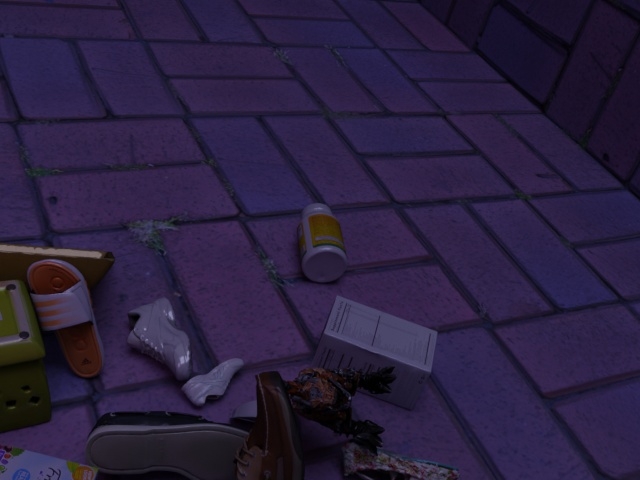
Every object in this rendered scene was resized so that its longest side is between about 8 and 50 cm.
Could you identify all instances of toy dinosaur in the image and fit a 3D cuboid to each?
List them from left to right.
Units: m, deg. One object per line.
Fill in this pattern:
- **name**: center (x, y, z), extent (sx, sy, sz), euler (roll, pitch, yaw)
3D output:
- **toy dinosaur**: center (0.019, 0.293, 1.493), extent (0.218, 0.165, 0.322), euler (14, 9, -9)

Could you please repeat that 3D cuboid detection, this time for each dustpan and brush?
- **dustpan and brush**: center (-0.096, 0.338, 1.471), extent (0.147, 0.211, 0.060), euler (15, 54, -4)

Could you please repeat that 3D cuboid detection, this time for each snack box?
- **snack box**: center (-0.496, 0.438, 1.278), extent (0.207, 0.070, 0.175), euler (16, 36, -5)

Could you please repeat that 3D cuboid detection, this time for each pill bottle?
- **pill bottle**: center (0.000, 0.000, 1.996), extent (0.117, 0.118, 0.208), euler (7, 38, -14)

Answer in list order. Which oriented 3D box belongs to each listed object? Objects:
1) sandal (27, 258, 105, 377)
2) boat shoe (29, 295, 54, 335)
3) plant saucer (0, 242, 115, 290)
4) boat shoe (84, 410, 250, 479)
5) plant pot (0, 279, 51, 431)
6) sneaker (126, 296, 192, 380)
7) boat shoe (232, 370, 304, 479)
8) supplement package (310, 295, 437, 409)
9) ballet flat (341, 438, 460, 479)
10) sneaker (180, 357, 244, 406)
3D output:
- **sandal**: center (-0.479, 0.161, 1.480), extent (0.101, 0.265, 0.076), euler (-17, 21, 0)
- **boat shoe**: center (-0.638, 0.139, 1.586), extent (0.267, 0.096, 0.088), euler (-4, 46, -13)
- **plant saucer**: center (-0.604, 0.055, 1.606), extent (0.332, 0.081, 0.333), euler (6, 0, -16)
- **boat shoe**: center (-0.256, 0.371, 1.426), extent (0.339, 0.127, 0.113), euler (4, 16, -14)
- **plant pot**: center (-0.623, 0.204, 1.410), extent (0.228, 0.207, 0.227), euler (-8, 44, -28)
- **sneaker**: center (-0.342, 0.218, 1.620), extent (0.115, 0.090, 0.232), euler (-13, 37, -25)
- **boat shoe**: center (-0.089, 0.389, 1.326), extent (0.119, 0.324, 0.122), euler (-8, 12, -7)
- **supplement package**: center (0.118, 0.248, 1.716), extent (0.244, 0.134, 0.139), euler (20, 37, 2)
- **ballet flat**: center (0.153, 0.459, 1.526), extent (0.240, 0.091, 0.077), euler (14, 67, 2)
- **sneaker**: center (-0.214, 0.294, 1.599), extent (0.152, 0.054, 0.061), euler (-26, 70, -39)
